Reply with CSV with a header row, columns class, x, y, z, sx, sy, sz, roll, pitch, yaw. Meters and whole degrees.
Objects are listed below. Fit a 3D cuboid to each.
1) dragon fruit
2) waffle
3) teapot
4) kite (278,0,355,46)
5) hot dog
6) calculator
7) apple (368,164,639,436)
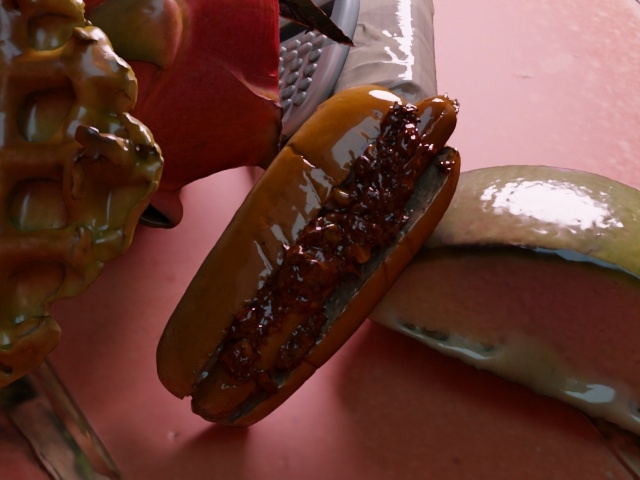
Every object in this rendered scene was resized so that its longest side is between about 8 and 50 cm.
class,x,y,z,sx,sy,sz,roll,pitch,yaw
dragon fruit,-0.132,-0.118,1.198,0.227,0.224,0.224,6,42,-2
waffle,-0.248,-0.049,1.057,0.302,0.068,0.325,-45,71,1
teapot,0.028,-0.113,1.350,0.107,0.077,0.200,-9,41,9
kite,-0.076,-0.184,1.293,0.241,0.183,0.014,27,65,27
hot dog,0.000,0.000,1.134,0.102,0.076,0.249,41,73,-6
calculator,-0.012,-0.131,1.334,0.021,0.095,0.153,37,51,-29
apple,0.168,0.014,1.234,0.265,0.120,0.193,23,35,1
